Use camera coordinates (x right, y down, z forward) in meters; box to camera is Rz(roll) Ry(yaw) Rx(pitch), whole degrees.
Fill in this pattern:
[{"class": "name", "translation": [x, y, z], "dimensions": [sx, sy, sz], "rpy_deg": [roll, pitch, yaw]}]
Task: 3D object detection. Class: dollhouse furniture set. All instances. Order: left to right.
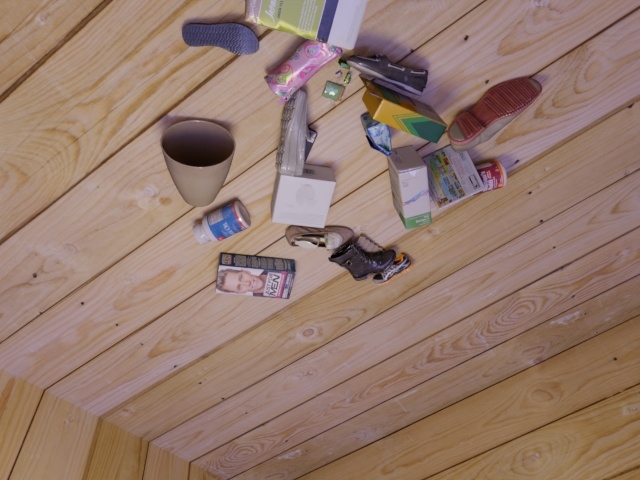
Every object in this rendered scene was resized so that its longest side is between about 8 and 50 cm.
[{"class": "dollhouse furniture set", "translation": [0.066, -0.573, 1.676], "dimensions": [0.076, 0.058, 0.151], "rpy_deg": [13, 123, -17]}]

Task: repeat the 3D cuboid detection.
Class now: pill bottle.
[{"class": "pill bottle", "translation": [-0.415, -0.067, 1.934], "dimensions": [0.222, 0.124, 0.124], "rpy_deg": [-25, 126, 10]}, {"class": "pill bottle", "translation": [0.664, -0.257, 1.968], "dimensions": [0.222, 0.121, 0.121], "rpy_deg": [-16, 127, 2]}]

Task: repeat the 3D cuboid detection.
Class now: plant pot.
[{"class": "plant pot", "translation": [-0.457, -0.263, 1.731], "dimensions": [0.257, 0.256, 0.274], "rpy_deg": [4, 141, -12]}]

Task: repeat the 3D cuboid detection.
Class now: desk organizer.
[{"class": "desk organizer", "translation": [-0.058, -0.379, 1.805], "dimensions": [0.047, 0.050, 0.130], "rpy_deg": [16, 122, -20]}]

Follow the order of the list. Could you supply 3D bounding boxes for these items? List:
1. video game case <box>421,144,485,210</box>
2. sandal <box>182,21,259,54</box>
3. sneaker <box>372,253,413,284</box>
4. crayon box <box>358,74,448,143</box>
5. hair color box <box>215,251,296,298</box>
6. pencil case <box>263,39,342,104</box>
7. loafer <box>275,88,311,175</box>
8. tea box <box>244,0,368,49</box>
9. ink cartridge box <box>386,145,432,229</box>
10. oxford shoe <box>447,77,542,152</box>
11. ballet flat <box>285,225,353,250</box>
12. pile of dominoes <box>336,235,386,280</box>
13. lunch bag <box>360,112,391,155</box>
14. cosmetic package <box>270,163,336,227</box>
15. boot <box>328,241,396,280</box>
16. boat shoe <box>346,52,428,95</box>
[{"class": "video game case", "translation": [0.536, -0.269, 1.914], "dimensions": [0.207, 0.026, 0.226], "rpy_deg": [-25, 86, 10]}, {"class": "sandal", "translation": [-0.328, -0.684, 1.543], "dimensions": [0.255, 0.054, 0.097], "rpy_deg": [9, 118, -4]}, {"class": "sneaker", "translation": [0.340, 0.139, 2.244], "dimensions": [0.215, 0.084, 0.083], "rpy_deg": [-32, 113, 9]}, {"class": "crayon box", "translation": [0.282, -0.479, 1.691], "dimensions": [0.323, 0.203, 0.083], "rpy_deg": [17, 122, -20]}, {"class": "hair color box", "translation": [-0.301, 0.166, 2.137], "dimensions": [0.348, 0.105, 0.173], "rpy_deg": [6, 125, -13]}, {"class": "pencil case", "translation": [-0.061, -0.599, 1.589], "dimensions": [0.284, 0.124, 0.124], "rpy_deg": [-36, 124, 20]}, {"class": "loafer", "translation": [-0.088, -0.399, 1.719], "dimensions": [0.112, 0.112, 0.319], "rpy_deg": [4, 105, -29]}, {"class": "tea box", "translation": [-0.048, -0.748, 1.360], "dimensions": [0.324, 0.328, 0.219], "rpy_deg": [10, 124, -15]}, {"class": "ink cartridge box", "translation": [0.363, -0.219, 1.897], "dimensions": [0.117, 0.201, 0.278], "rpy_deg": [-15, 127, 1]}, {"class": "oxford shoe", "translation": [0.677, -0.490, 1.819], "dimensions": [0.397, 0.140, 0.146], "rpy_deg": [-30, 156, 8]}, {"class": "ballet flat", "translation": [0.000, 0.000, 2.061], "dimensions": [0.317, 0.106, 0.107], "rpy_deg": [0, 126, -10]}, {"class": "pile of dominoes", "translation": [0.203, 0.078, 2.210], "dimensions": [0.251, 0.040, 0.196], "rpy_deg": [30, 116, -36]}, {"class": "lunch bag", "translation": [0.223, -0.411, 1.778], "dimensions": [0.096, 0.128, 0.151], "rpy_deg": [-27, 128, 12]}, {"class": "cosmetic package", "translation": [-0.076, -0.187, 1.891], "dimensions": [0.224, 0.138, 0.224], "rpy_deg": [7, 123, -14]}, {"class": "boot", "translation": [0.195, 0.075, 2.116], "dimensions": [0.263, 0.091, 0.229], "rpy_deg": [-32, 133, 14]}, {"class": "boat shoe", "translation": [0.244, -0.613, 1.642], "dimensions": [0.336, 0.112, 0.095], "rpy_deg": [11, 107, -31]}]
